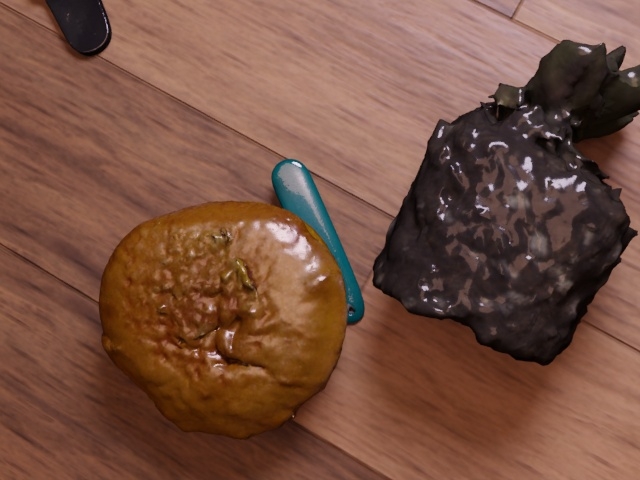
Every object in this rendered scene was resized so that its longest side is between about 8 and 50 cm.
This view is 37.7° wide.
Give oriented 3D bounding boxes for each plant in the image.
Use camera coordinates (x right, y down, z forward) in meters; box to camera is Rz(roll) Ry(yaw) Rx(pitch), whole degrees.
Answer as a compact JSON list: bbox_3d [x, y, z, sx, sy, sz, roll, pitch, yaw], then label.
[{"bbox_3d":[0.196,-0.053,0.896,0.213,0.215,0.312,22,96,7],"label":"plant"}]

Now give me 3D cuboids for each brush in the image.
[{"bbox_3d":[0.000,0.000,1.028,0.043,0.032,0.193,-24,95,7],"label":"brush"}]

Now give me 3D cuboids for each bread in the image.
[{"bbox_3d":[-0.089,0.079,0.970,0.268,0.146,0.268,2,97,16],"label":"bread"}]

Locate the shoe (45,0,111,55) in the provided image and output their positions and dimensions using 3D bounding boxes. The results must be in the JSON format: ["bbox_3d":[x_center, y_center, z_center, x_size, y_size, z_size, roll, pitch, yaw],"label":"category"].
[{"bbox_3d":[-0.300,-0.301,1.085,0.071,0.049,0.179,-28,82,7],"label":"shoe"}]
